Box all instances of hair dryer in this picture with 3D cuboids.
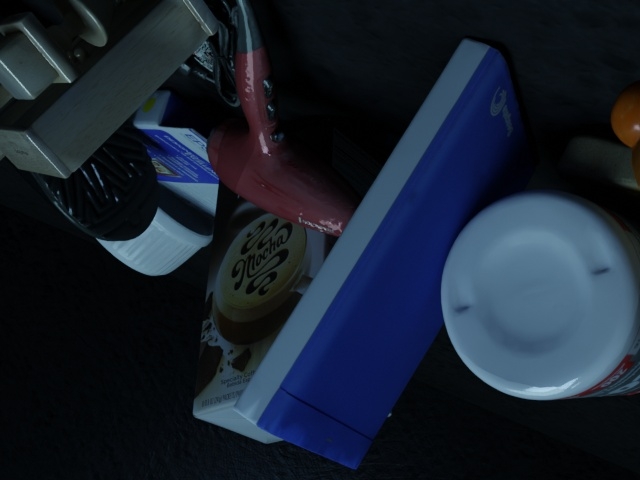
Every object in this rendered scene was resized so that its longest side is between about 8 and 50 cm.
[{"bbox_3d":[-0.063,-0.105,0.775,0.293,0.080,0.223,46,165,-10],"label":"hair dryer"}]

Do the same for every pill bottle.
[{"bbox_3d":[0.241,0.055,0.748,0.161,0.161,0.283,13,-179,39],"label":"pill bottle"}]

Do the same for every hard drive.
[{"bbox_3d":[0.069,0.026,0.694,0.040,0.319,0.210,28,171,28],"label":"hard drive"}]

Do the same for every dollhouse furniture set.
[{"bbox_3d":[-0.262,-0.235,0.601,0.303,0.174,0.356,11,145,51],"label":"dollhouse furniture set"}]

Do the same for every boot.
[{"bbox_3d":[-0.373,-0.141,1.068,0.260,0.131,0.348,2,137,54],"label":"boot"}]

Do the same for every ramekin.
[{"bbox_3d":[-0.271,-0.041,1.318,0.207,0.109,0.207,44,-169,-11],"label":"ramekin"}]

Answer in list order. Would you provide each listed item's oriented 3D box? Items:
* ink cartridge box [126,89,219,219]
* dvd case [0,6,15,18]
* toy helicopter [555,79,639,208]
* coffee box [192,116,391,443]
[{"bbox_3d":[-0.147,-0.100,1.160,0.307,0.072,0.303,8,159,45],"label":"ink cartridge box"},{"bbox_3d":[-0.445,-0.268,1.102,0.180,0.022,0.253,28,166,-19],"label":"dvd case"},{"bbox_3d":[0.253,-0.041,0.552,0.234,0.140,0.355,21,-179,-17],"label":"toy helicopter"},{"bbox_3d":[-0.024,0.042,0.898,0.168,0.297,0.119,-22,141,33],"label":"coffee box"}]
